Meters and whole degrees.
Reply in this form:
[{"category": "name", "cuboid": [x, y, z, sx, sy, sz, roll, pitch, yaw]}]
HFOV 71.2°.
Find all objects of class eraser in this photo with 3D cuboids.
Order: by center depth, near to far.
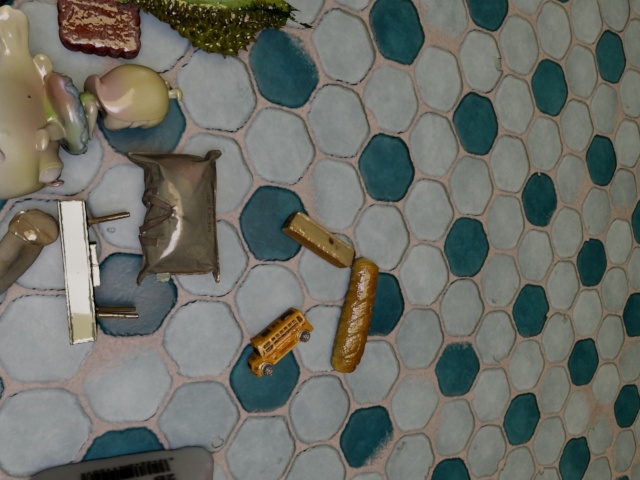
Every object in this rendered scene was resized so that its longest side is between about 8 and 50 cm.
[{"category": "eraser", "cuboid": [-0.327, 0.503, 0.822, 0.331, 0.331, 0.150, 6, 89, -27]}]

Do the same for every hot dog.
[{"category": "hot dog", "cuboid": [0.085, 0.183, 1.090, 0.088, 0.061, 0.286, 8, 89, -16]}]

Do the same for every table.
[{"category": "table", "cuboid": [-0.395, 0.047, 0.802, 0.111, 0.121, 0.240, -5, 97, -26]}]

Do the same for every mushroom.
[{"category": "mushroom", "cuboid": [-0.529, 0.036, 0.735, 0.223, 0.081, 0.092, -37, 139, -5]}]

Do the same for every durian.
[{"category": "durian", "cuboid": [-0.195, -0.437, 0.871, 0.375, 0.106, 0.132, -7, 68, -29]}]

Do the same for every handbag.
[{"category": "handbag", "cuboid": [-0.275, -0.049, 0.856, 0.182, 0.117, 0.270, 0, 89, -30]}]

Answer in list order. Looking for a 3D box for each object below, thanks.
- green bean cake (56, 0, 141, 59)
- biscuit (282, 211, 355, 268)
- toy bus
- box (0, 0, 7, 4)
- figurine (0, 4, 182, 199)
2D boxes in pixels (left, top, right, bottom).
[{"category": "green bean cake", "cuboid": [-0.396, -0.404, 0.805, 0.135, 0.056, 0.136, -2, 94, -26]}, {"category": "biscuit", "cuboid": [0.000, 0.000, 1.037, 0.188, 0.052, 0.056, 34, 66, -26]}, {"category": "toy bus", "cuboid": [-0.098, 0.225, 0.993, 0.162, 0.069, 0.074, -38, 108, -21]}, {"category": "box", "cuboid": [-0.606, -0.370, 0.606, 0.198, 0.084, 0.310, 37, 45, -24]}, {"category": "figurine", "cuboid": [-0.419, -0.230, 0.725, 0.394, 0.226, 0.274, -24, 131, -33]}]
